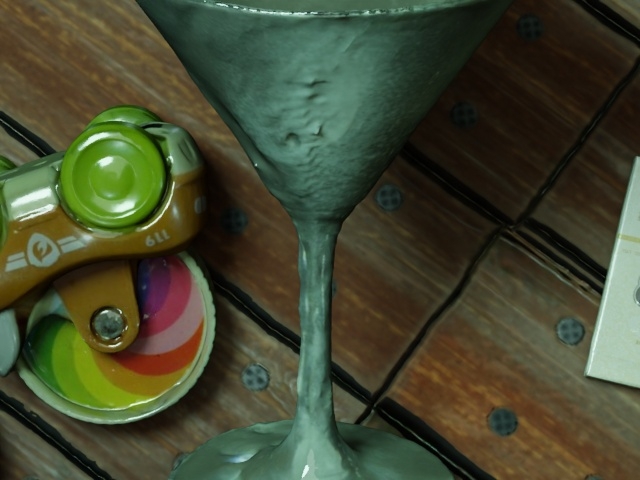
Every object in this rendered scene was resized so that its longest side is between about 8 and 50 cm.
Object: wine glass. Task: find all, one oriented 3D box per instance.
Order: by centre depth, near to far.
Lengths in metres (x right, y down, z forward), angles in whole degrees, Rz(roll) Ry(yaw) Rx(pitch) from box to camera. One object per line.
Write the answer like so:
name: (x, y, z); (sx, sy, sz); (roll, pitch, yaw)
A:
wine glass: (0.000, 0.000, 1.201); (0.267, 0.267, 0.406); (1, 113, 3)

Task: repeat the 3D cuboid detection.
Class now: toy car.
toy car: (-0.172, 0.029, 1.340); (0.235, 0.145, 0.235); (0, 100, -1)

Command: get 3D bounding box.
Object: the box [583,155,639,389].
box: (0.255, 0.029, 1.363); (0.090, 0.024, 0.167); (14, 85, 5)
